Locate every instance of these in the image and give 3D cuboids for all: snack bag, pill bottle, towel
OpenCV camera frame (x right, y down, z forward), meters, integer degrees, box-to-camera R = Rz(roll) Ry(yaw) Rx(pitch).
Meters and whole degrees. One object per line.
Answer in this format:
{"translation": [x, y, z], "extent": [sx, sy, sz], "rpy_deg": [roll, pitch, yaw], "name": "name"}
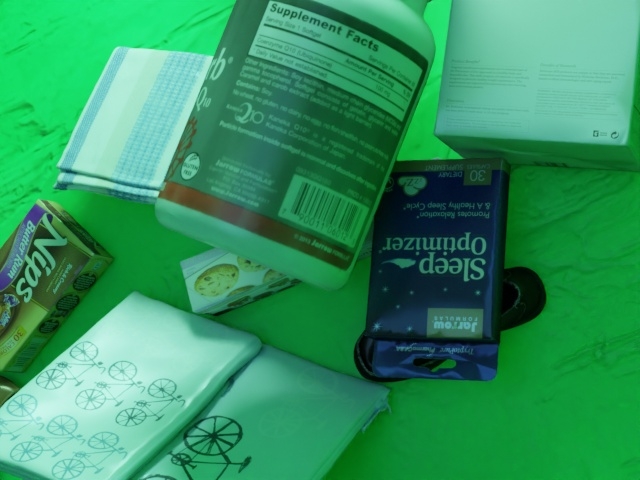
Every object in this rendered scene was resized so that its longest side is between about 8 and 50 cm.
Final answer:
{"translation": [-0.139, 0.186, 1.296], "extent": [0.343, 0.323, 0.037], "rpy_deg": [19, 125, 22], "name": "snack bag"}
{"translation": [-0.008, -0.150, 1.252], "extent": [0.210, 0.210, 0.362], "rpy_deg": [20, 87, 22], "name": "pill bottle"}
{"translation": [-0.153, -0.126, 1.448], "extent": [0.285, 0.034, 0.209], "rpy_deg": [10, 64, 20], "name": "towel"}

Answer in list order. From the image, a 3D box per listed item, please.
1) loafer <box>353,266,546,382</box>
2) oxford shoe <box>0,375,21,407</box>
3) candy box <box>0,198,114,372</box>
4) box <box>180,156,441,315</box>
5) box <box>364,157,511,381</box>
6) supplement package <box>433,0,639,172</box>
{"translation": [0.127, 0.082, 1.316], "extent": [0.220, 0.078, 0.080], "rpy_deg": [-28, 74, 14], "name": "loafer"}
{"translation": [-0.419, 0.263, 1.501], "extent": [0.076, 0.076, 0.212], "rpy_deg": [19, 90, 11], "name": "oxford shoe"}
{"translation": [-0.350, 0.056, 1.513], "extent": [0.109, 0.053, 0.186], "rpy_deg": [43, 99, 20], "name": "candy box"}
{"translation": [0.000, 0.000, 1.383], "extent": [0.324, 0.063, 0.067], "rpy_deg": [-21, 75, 17], "name": "box"}
{"translation": [0.119, 0.028, 1.271], "extent": [0.137, 0.036, 0.225], "rpy_deg": [0, 78, 22], "name": "box"}
{"translation": [0.237, -0.185, 1.275], "extent": [0.194, 0.149, 0.203], "rpy_deg": [6, 84, 21], "name": "supplement package"}
